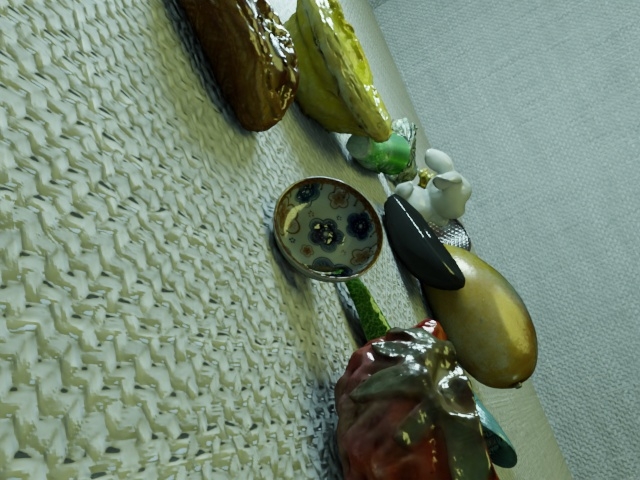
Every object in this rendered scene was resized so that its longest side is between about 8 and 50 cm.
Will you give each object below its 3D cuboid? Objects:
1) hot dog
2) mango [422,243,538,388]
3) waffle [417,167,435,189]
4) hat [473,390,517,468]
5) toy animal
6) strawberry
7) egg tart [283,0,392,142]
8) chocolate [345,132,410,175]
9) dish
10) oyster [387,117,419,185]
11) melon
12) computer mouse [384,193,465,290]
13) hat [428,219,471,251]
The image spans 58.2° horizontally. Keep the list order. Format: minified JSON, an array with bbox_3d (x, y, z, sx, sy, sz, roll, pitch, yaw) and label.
[{"bbox_3d":[-0.102,-0.253,0.728,0.227,0.099,0.160,59,18,-9],"label":"hot dog"},{"bbox_3d":[0.357,0.161,1.322,0.221,0.199,0.384,18,37,-57],"label":"mango"},{"bbox_3d":[0.331,-0.108,1.716,0.161,0.046,0.192,50,-29,24],"label":"waffle"},{"bbox_3d":[0.278,0.340,1.055,0.191,0.077,0.138,-120,-174,-66],"label":"hat"},{"bbox_3d":[0.279,-0.117,1.475,0.178,0.193,0.128,40,28,-35],"label":"toy animal"},{"bbox_3d":[0.118,0.249,0.636,0.265,0.149,0.336,-105,171,-48],"label":"strawberry"},{"bbox_3d":[0.020,-0.323,1.091,0.345,0.132,0.345,53,22,-33],"label":"egg tart"},{"bbox_3d":[0.126,-0.203,1.299,0.110,0.110,0.291,66,21,5],"label":"chocolate"},{"bbox_3d":[0.000,0.000,0.717,0.141,0.078,0.141,9,59,-16],"label":"dish"},{"bbox_3d":[0.221,-0.251,1.635,0.267,0.112,0.199,13,75,-77],"label":"oyster"},{"bbox_3d":[0.089,0.135,0.828,0.262,0.053,0.114,64,11,-5],"label":"melon"},{"bbox_3d":[0.211,0.016,1.257,0.137,0.086,0.270,27,28,-48],"label":"computer mouse"},{"bbox_3d":[0.318,-0.001,1.605,0.192,0.082,0.193,14,47,-15],"label":"hat"}]
